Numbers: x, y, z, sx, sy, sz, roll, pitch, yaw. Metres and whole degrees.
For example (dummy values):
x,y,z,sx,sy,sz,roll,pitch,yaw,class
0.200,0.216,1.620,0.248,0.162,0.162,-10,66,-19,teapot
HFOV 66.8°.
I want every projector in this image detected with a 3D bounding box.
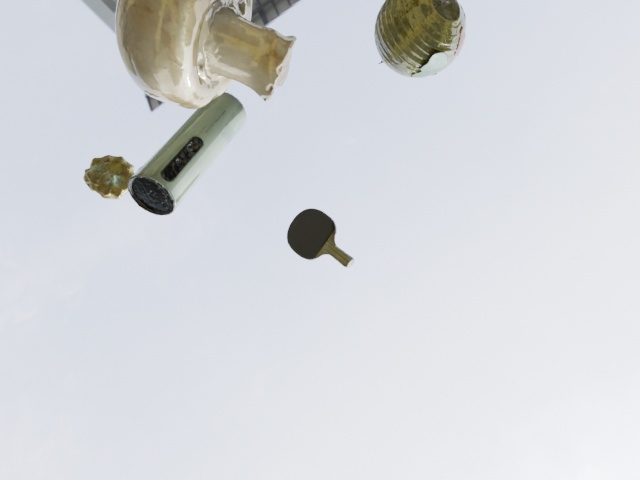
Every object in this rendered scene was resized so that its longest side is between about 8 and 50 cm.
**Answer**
x,y,z,sx,sy,sz,roll,pitch,yaw,class
-0.280,-0.200,1.064,0.108,0.108,0.338,9,-133,18,projector

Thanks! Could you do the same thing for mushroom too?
x,y,z,sx,sy,sz,roll,pitch,yaw,class
-0.190,-0.362,0.848,0.289,0.297,0.298,20,-99,5,mushroom

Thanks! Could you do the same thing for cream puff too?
x,y,z,sx,sy,sz,roll,pitch,yaw,class
-0.654,-0.196,1.500,0.116,0.146,0.146,14,-103,55,cream puff

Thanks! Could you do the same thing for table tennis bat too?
x,y,z,sx,sy,sz,roll,pitch,yaw,class
0.000,0.000,1.318,0.246,0.022,0.138,36,-88,37,table tennis bat

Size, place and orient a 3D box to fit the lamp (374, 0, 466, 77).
x,y,z,sx,sy,sz,roll,pitch,yaw,class
0.254,-0.555,1.329,0.250,0.284,0.250,9,-109,-27,lamp
